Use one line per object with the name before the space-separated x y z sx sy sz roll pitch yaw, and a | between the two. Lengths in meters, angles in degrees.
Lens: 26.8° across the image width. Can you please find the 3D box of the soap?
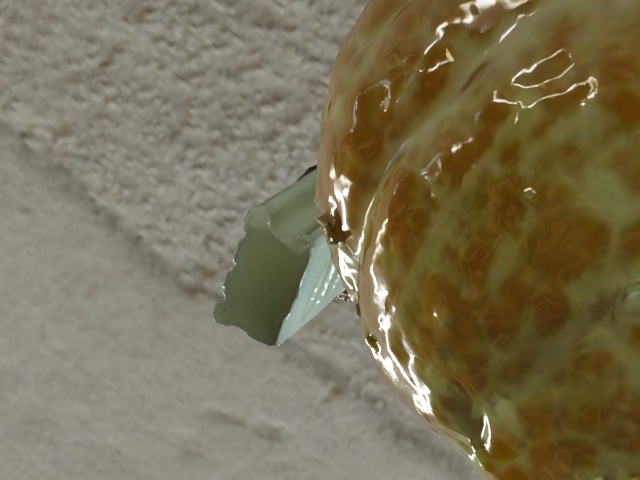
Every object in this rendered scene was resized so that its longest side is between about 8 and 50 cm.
soap | 0.000 0.000 1.082 0.063 0.198 0.115 31 124 15

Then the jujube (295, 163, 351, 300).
jujube | 0.016 -0.005 1.432 0.104 0.104 0.166 -3 130 38

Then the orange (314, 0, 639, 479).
orange | 0.162 -0.018 0.556 0.329 0.329 0.249 34 131 -6
